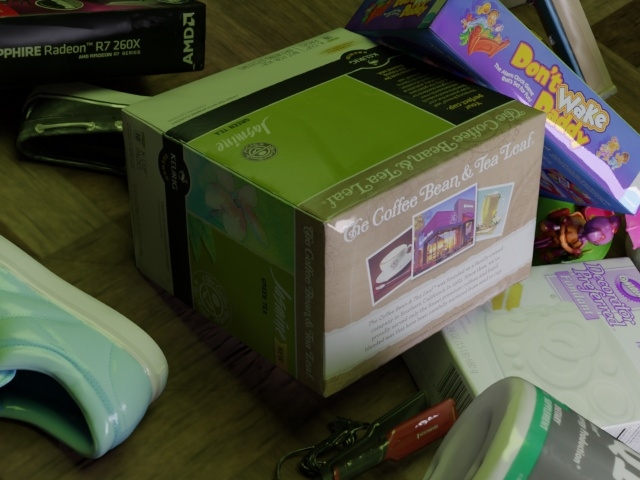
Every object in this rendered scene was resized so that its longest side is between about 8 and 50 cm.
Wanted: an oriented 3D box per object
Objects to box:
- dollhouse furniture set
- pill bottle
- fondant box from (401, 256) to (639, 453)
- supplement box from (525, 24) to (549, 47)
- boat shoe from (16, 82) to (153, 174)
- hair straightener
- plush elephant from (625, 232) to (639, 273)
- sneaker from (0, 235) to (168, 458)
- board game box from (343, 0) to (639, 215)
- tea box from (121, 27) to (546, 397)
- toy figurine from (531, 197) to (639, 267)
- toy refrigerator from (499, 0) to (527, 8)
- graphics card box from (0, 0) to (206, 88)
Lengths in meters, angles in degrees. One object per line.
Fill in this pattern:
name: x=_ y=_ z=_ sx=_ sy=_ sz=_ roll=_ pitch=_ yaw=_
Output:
dollhouse furniture set: x=0.226 y=-0.265 z=1.901 sx=0.303 sy=0.198 sz=0.286 roll=-29 pitch=30 yaw=2
pill bottle: x=0.279 y=0.307 z=1.246 sx=0.361 sy=0.204 sz=0.204 roll=33 pitch=41 yaw=-4
fondant box: x=0.275 y=0.145 z=1.508 sx=0.330 sy=0.096 sz=0.238 roll=-4 pitch=49 yaw=-29
supplement box: x=0.307 y=-0.296 z=2.015 sx=0.083 sy=0.043 sz=0.055 roll=-25 pitch=61 yaw=-41
boat shoe: x=-0.206 y=-0.115 z=1.540 sx=0.306 sy=0.113 sz=0.105 roll=13 pitch=49 yaw=-9
hair straightener: x=0.038 y=0.221 z=1.362 sx=0.230 sy=0.047 sz=0.089 roll=-29 pitch=27 yaw=-32
plush elephant: x=0.545 y=-0.036 z=1.698 sx=0.272 sy=0.255 sz=0.330 roll=9 pitch=44 yaw=-17
sneaker: x=-0.333 y=0.089 z=1.252 sx=0.366 sy=0.135 sz=0.150 roll=25 pitch=38 yaw=2
board game box: x=0.217 y=-0.171 z=1.533 sx=0.347 sy=0.078 sz=0.233 roll=38 pitch=-7 yaw=-23
tea box: x=0.015 y=-0.049 z=1.409 sx=0.329 sy=0.220 sz=0.323 roll=-26 pitch=40 yaw=-35
toy figurine: x=0.345 y=-0.020 z=1.636 sx=0.173 sy=0.159 sz=0.130 roll=-21 pitch=94 yaw=-22
toy refrigerator: x=0.285 y=-0.443 z=2.119 sx=0.269 sy=0.094 sz=0.102 roll=-24 pitch=60 yaw=-39
graphics card box: x=-0.351 y=-0.255 z=1.565 sx=0.371 sy=0.094 sz=0.233 roll=-9 pitch=23 yaw=-32
